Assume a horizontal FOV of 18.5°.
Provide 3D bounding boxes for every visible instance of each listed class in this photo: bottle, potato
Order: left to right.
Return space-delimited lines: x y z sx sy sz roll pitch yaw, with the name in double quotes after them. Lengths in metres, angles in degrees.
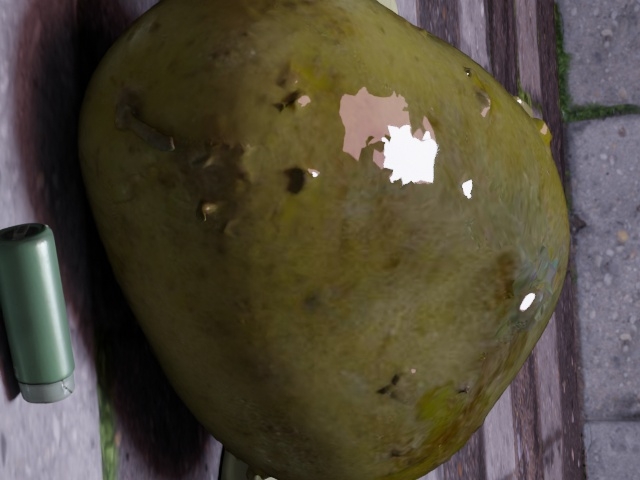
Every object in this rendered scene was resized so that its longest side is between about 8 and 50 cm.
-0.135 0.035 0.928 0.030 0.030 0.083 -59 144 -67 "bottle"
0.008 -0.018 1.109 0.269 0.219 0.359 -52 144 -20 "potato"

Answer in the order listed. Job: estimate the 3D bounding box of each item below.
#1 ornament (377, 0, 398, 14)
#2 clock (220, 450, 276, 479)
0.022 -0.194 1.591 0.201 0.059 0.180 -70 152 -65 "ornament"
-0.024 0.210 1.342 0.235 0.029 0.235 -4 90 -76 "clock"
